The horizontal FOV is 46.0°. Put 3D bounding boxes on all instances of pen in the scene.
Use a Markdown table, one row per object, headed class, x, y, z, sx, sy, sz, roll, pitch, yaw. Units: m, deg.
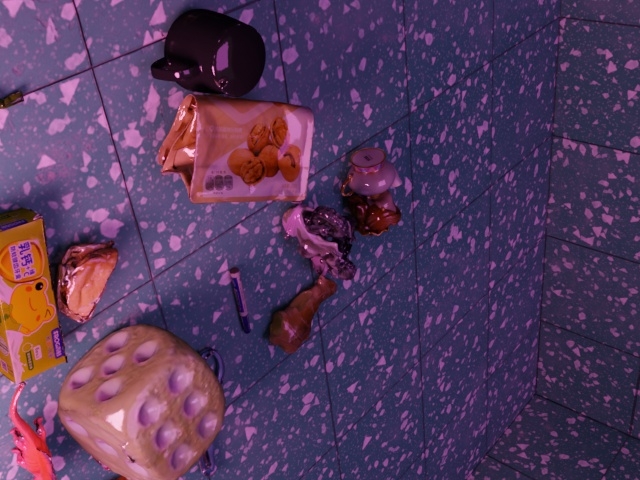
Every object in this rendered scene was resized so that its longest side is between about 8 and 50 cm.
| class | x | y | z | sx | sy | sz | roll | pitch | yaw |
| --- | --- | --- | --- | --- | --- | --- | --- | --- | --- |
| pen | -0.205 | 0.158 | 1.936 | 0.025 | 0.025 | 0.204 | -36 | 133 | -36 |

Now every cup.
| class | x | y | z | sx | sy | sz | roll | pitch | yaw |
| --- | --- | --- | --- | --- | --- | --- | --- | --- | --- |
| cup | -0.230 | -0.366 | 1.524 | 0.223 | 0.176 | 0.169 | -37 | 136 | -37 |

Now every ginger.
| class | x | y | z | sx | sy | sz | roll | pitch | yaw |
| --- | --- | --- | --- | --- | --- | --- | --- | --- | --- |
| ginger | -0.038 | 0.203 | 2.127 | 0.294 | 0.086 | 0.131 | -41 | 114 | -39 |

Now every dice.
| class | x | y | z | sx | sy | sz | roll | pitch | yaw |
| --- | --- | --- | --- | --- | --- | --- | --- | --- | --- |
| dice | -0.375 | 0.348 | 1.592 | 0.254 | 0.249 | 0.252 | -50 | 129 | -33 |

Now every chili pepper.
| class | x | y | z | sx | sy | sz | roll | pitch | yaw |
| --- | --- | --- | --- | --- | --- | --- | --- | --- | --- |
| chili pepper | -0.553 | -0.241 | 1.304 | 0.083 | 0.022 | 0.027 | -23 | 157 | -46 |

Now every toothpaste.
| class | x | y | z | sx | sy | sz | roll | pitch | yaw |
| --- | --- | --- | --- | --- | --- | --- | --- | --- | --- |
| toothpaste | -0.563 | 0.107 | 1.412 | 0.110 | 0.077 | 0.328 | -24 | 125 | -41 |

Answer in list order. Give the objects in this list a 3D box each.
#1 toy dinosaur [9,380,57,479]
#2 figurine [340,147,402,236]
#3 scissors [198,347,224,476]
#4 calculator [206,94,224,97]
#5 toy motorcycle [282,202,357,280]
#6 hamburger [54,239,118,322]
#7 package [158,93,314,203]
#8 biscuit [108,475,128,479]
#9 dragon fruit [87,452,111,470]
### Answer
| class | x | y | z | sx | sy | sz | roll | pitch | yaw |
| --- | --- | --- | --- | --- | --- | --- | --- | --- | --- |
| toy dinosaur | -0.557 | 0.417 | 1.486 | 0.070 | 0.139 | 0.286 | -20 | 138 | -32 |
| figurine | 0.150 | -0.128 | 2.158 | 0.189 | 0.142 | 0.263 | -18 | 128 | -9 |
| scissors | -0.307 | 0.454 | 1.943 | 0.180 | 0.032 | 0.393 | -29 | 127 | -41 |
| calculator | -0.223 | -0.228 | 1.718 | 0.146 | 0.032 | 0.235 | -53 | 139 | -20 |
| toy motorcycle | 0.000 | 0.000 | 2.023 | 0.327 | 0.188 | 0.143 | 77 | 35 | -57 |
| hamburger | -0.484 | 0.068 | 1.495 | 0.102 | 0.087 | 0.176 | 25 | 93 | -43 |
| package | -0.187 | -0.200 | 1.635 | 0.311 | 0.165 | 0.221 | -6 | 105 | -42 |
| biscuit | -0.473 | 0.635 | 1.813 | 0.280 | 0.043 | 0.183 | -51 | 137 | -15 |
| dragon fruit | -0.490 | 0.477 | 1.702 | 0.056 | 0.060 | 0.083 | -42 | 110 | -22 |
